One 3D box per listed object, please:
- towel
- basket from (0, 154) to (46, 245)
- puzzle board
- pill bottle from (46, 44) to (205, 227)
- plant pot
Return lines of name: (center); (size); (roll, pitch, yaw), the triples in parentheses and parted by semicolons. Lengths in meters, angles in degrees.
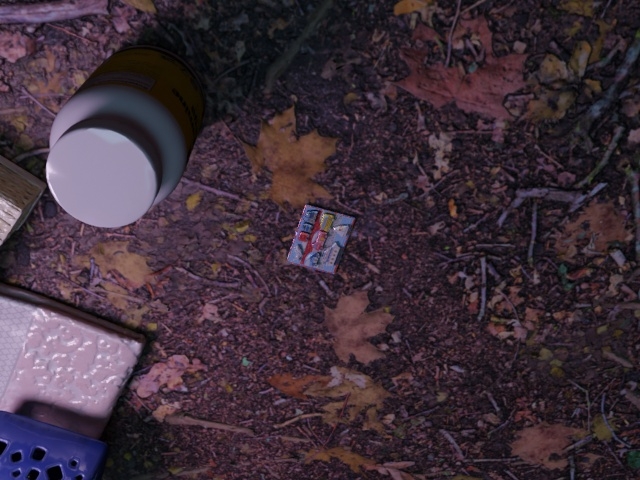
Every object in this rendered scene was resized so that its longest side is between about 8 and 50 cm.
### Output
towel: (-0.556, 0.266, 1.450); (0.317, 0.053, 0.331); (24, 117, -14)
basket: (-0.579, -0.081, 1.226); (0.167, 0.103, 0.113); (33, 114, -19)
puzzle board: (0.000, 0.000, 1.334); (0.096, 0.011, 0.128); (15, 118, -9)
pill bottle: (-0.280, -0.157, 1.057); (0.188, 0.334, 0.187); (0, 120, -1)
plant pot: (-0.581, 0.503, 1.442); (0.236, 0.212, 0.236); (20, 143, -6)
